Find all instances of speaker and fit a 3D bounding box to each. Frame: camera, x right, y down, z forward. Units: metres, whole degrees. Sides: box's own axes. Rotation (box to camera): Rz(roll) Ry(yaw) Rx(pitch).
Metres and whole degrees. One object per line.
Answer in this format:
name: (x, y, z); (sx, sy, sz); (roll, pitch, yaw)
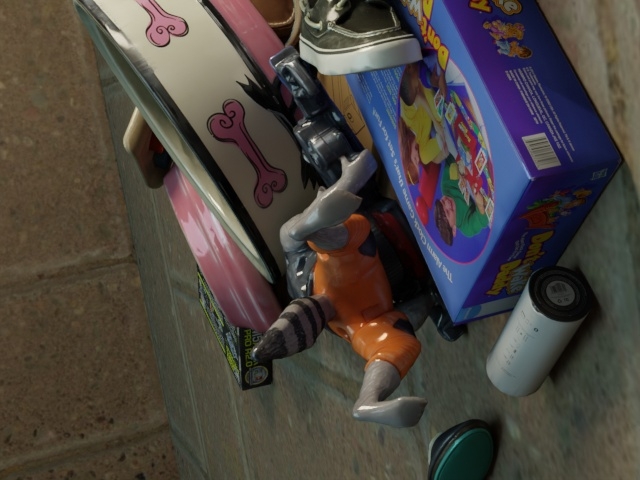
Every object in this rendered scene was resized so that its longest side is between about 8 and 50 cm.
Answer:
speaker: (0.182, 0.080, 0.980); (0.136, 0.055, 0.055); (103, 149, -55)

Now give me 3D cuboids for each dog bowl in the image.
dog bowl: (-0.114, -0.155, 1.361); (0.408, 0.150, 0.408); (53, 174, 8)

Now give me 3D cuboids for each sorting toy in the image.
sorting toy: (-0.203, -0.238, 1.713); (0.229, 0.041, 0.307); (85, -155, -79)

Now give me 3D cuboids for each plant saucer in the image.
plant saucer: (-0.151, 0.002, 1.761); (0.332, 0.084, 0.332); (64, 177, 5)

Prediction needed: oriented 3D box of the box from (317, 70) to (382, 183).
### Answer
box: (0.038, -0.175, 1.315); (0.201, 0.021, 0.164); (99, 153, -48)

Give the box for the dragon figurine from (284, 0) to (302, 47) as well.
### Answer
dragon figurine: (-0.038, -0.357, 1.315); (0.289, 0.085, 0.144); (92, 158, -44)

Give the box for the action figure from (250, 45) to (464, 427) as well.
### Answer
action figure: (0.000, 0.000, 1.095); (0.341, 0.178, 0.330); (58, -176, -8)

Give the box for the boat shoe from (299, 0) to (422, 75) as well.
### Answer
boat shoe: (0.023, -0.185, 0.993); (0.219, 0.077, 0.070); (-142, 42, -67)

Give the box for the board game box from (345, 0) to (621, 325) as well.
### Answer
board game box: (0.113, -0.135, 1.009); (0.233, 0.078, 0.347); (107, 147, -58)

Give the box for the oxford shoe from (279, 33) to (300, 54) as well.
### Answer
oxford shoe: (-0.090, -0.285, 1.507); (0.097, 0.098, 0.271); (98, 153, -48)

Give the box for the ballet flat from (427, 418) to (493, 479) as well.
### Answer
ballet flat: (0.138, 0.246, 1.218); (0.074, 0.074, 0.203); (-122, 24, -48)

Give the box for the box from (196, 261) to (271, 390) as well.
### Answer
box: (-0.158, 0.098, 2.057); (0.270, 0.060, 0.216); (-123, 26, -49)

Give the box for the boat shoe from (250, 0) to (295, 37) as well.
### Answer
boat shoe: (-0.090, -0.406, 1.397); (0.116, 0.123, 0.325); (159, 97, -70)
